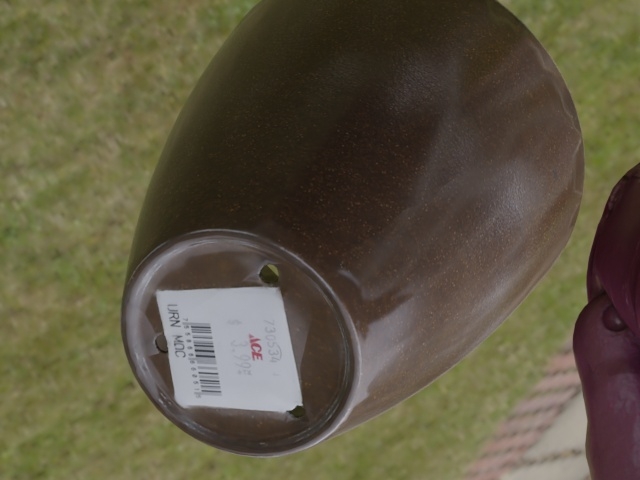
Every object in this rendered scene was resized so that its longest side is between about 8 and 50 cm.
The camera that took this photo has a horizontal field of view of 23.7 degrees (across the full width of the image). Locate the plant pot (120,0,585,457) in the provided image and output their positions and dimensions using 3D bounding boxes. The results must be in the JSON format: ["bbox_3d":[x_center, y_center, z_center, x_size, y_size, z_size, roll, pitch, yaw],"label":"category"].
[{"bbox_3d":[0.000,0.000,0.727,0.215,0.215,0.230,-55,179,31],"label":"plant pot"}]

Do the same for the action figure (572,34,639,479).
[{"bbox_3d":[0.141,0.020,0.474,0.248,0.276,0.370,-48,-174,-6],"label":"action figure"}]
